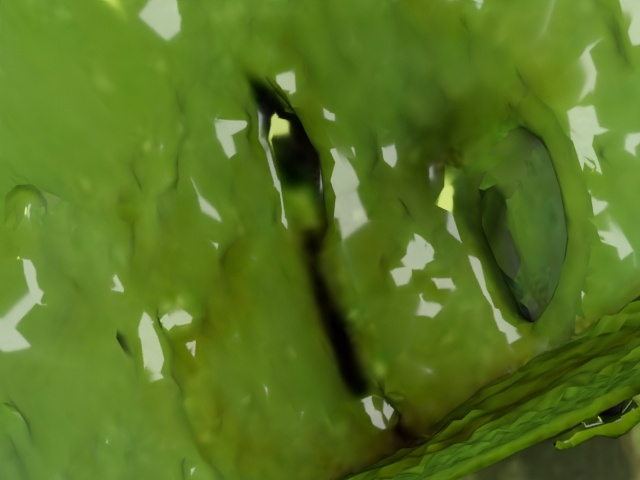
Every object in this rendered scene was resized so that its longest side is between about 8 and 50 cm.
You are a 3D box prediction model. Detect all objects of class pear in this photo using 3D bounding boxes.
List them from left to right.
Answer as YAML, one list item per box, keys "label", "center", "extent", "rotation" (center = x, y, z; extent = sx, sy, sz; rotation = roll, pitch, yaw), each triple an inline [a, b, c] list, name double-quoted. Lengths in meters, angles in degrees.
- label: "pear"
  center: [0.025, -0.094, 0.483]
  extent: [0.342, 0.238, 0.318]
  rotation: [-34, 77, 32]
